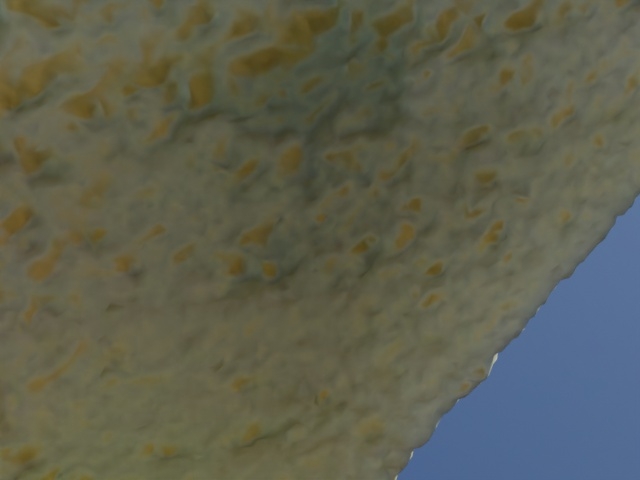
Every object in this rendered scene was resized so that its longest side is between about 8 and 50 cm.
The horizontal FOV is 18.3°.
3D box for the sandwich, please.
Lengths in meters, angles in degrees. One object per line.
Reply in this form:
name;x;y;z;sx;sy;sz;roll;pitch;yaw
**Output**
sandwich;0.000;0.000;0.414;0.193;0.162;0.058;-7;-145;-19
